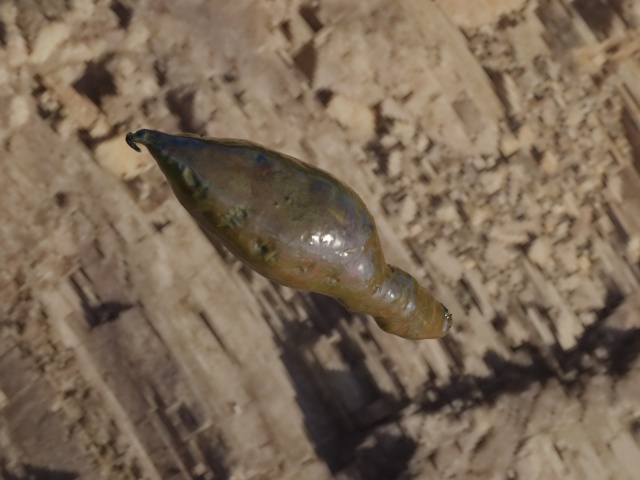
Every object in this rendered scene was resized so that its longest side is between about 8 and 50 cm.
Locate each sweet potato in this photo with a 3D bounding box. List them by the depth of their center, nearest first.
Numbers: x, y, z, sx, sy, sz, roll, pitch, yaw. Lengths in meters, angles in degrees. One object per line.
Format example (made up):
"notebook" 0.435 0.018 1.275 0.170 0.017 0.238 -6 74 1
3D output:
"sweet potato" 0.003 0.001 0.821 0.269 0.074 0.075 34 41 -35
